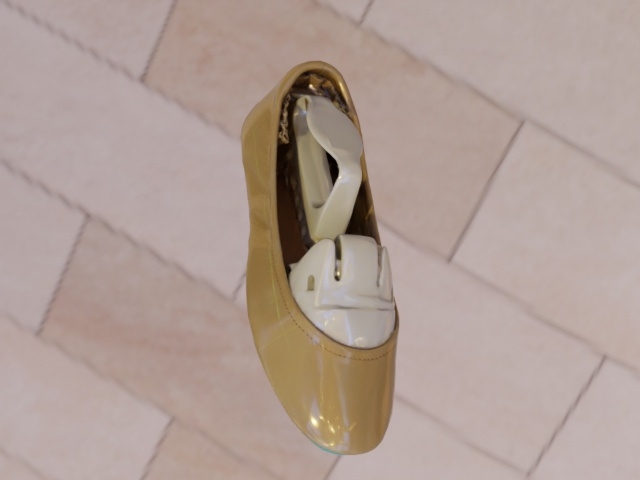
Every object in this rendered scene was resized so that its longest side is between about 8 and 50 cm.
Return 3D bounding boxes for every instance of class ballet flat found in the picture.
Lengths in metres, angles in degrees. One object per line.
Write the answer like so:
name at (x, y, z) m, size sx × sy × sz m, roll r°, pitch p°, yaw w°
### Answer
ballet flat at (0.000, 0.000, 1.014) m, size 0.080 × 0.232 × 0.073 m, roll 7°, pitch 139°, yaw -26°
